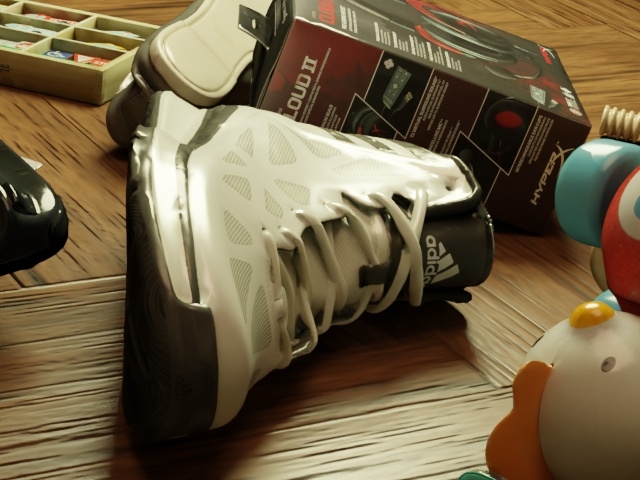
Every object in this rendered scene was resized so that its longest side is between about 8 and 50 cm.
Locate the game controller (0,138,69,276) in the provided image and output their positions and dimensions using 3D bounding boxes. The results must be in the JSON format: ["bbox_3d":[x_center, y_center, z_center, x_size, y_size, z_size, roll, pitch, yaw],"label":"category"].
[{"bbox_3d":[-0.313,-0.050,1.297,0.166,0.067,0.319,-26,39,-23],"label":"game controller"}]

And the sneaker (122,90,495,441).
[{"bbox_3d":[0.000,-0.001,1.233,0.257,0.169,0.447,3,20,-3],"label":"sneaker"}]

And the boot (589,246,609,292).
[{"bbox_3d":[0.289,-0.017,1.462,0.295,0.104,0.211,-6,17,-27],"label":"boot"}]

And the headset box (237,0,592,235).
[{"bbox_3d":[0.064,-0.135,1.559,0.293,0.110,0.218,19,21,-8],"label":"headset box"}]

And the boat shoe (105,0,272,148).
[{"bbox_3d":[-0.105,-0.163,1.694,0.112,0.095,0.335,49,25,0],"label":"boat shoe"}]

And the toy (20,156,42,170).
[{"bbox_3d":[-0.328,-0.011,1.327,0.136,0.056,0.237,20,31,22],"label":"toy"}]

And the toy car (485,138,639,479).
[{"bbox_3d":[0.191,0.067,1.107,0.238,0.210,0.219,-26,26,-32],"label":"toy car"}]

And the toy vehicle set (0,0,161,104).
[{"bbox_3d":[-0.297,-0.197,1.807,0.266,0.035,0.166,13,24,17],"label":"toy vehicle set"}]

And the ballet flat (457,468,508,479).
[{"bbox_3d":[0.120,0.169,1.036,0.041,0.041,0.114,-9,27,-31],"label":"ballet flat"}]

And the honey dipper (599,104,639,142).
[{"bbox_3d":[0.348,-0.098,1.737,0.160,0.030,0.030,13,23,12],"label":"honey dipper"}]
